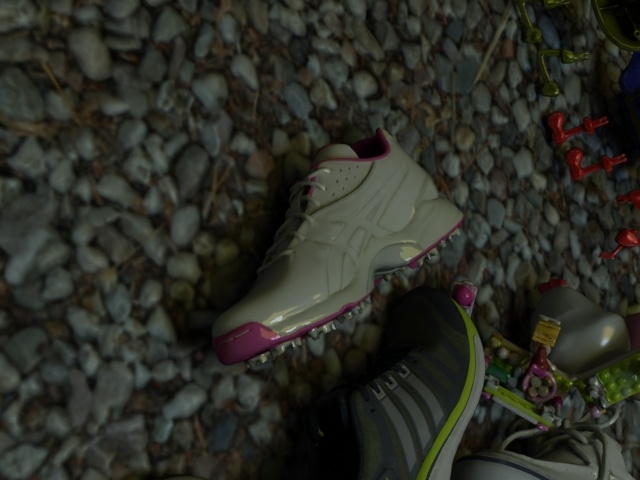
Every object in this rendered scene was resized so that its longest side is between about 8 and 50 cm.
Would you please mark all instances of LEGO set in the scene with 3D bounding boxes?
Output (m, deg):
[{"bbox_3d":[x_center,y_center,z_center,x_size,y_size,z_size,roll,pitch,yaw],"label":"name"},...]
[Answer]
[{"bbox_3d":[0.252,0.123,0.895,0.107,0.286,0.132,-30,126,-74],"label":"LEGO set"}]

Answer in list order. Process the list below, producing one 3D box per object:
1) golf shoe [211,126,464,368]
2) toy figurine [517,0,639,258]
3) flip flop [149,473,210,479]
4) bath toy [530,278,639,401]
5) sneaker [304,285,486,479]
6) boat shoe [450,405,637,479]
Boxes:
[{"bbox_3d":[0.000,0.000,0.812,0.306,0.115,0.140,-33,94,-46],"label":"golf shoe"},{"bbox_3d":[0.393,-0.168,1.189,0.363,0.191,0.217,69,19,0],"label":"toy figurine"},{"bbox_3d":[-0.050,0.259,0.728,0.277,0.080,0.112,31,63,-33],"label":"flip flop"},{"bbox_3d":[0.365,0.122,1.088,0.348,0.151,0.129,12,39,-36],"label":"bath toy"},{"bbox_3d":[0.058,0.146,0.807,0.121,0.111,0.300,41,43,-22],"label":"sneaker"},{"bbox_3d":[0.267,0.243,0.974,0.367,0.135,0.157,30,64,-36],"label":"boat shoe"}]
